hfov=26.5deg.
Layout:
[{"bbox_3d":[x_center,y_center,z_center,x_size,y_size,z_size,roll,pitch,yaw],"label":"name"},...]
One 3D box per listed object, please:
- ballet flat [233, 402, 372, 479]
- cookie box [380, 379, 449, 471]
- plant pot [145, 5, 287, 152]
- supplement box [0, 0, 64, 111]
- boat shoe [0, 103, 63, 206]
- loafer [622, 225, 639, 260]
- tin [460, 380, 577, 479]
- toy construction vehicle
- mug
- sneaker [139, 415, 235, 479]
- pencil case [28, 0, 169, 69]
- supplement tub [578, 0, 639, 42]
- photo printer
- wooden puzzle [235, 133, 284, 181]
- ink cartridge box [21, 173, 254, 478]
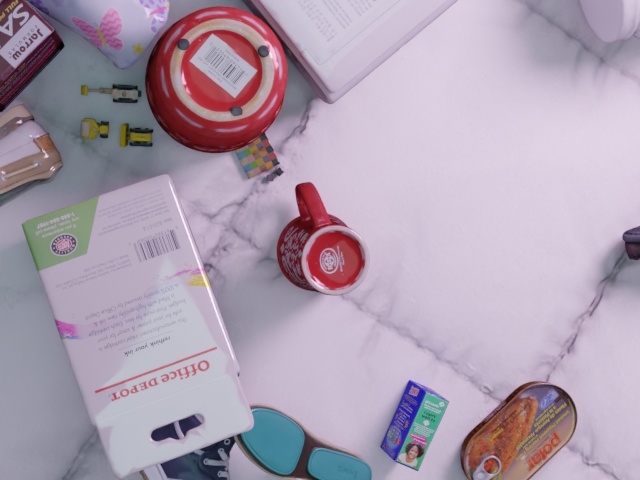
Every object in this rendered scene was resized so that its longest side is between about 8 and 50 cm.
[{"bbox_3d":[-0.039,0.292,1.857,0.248,0.086,0.086,34,88,-29],"label":"ballet flat"},{"bbox_3d":[0.131,0.258,1.900,0.040,0.092,0.107,24,90,-12],"label":"cookie box"},{"bbox_3d":[-0.137,-0.212,1.787,0.191,0.174,0.191,0,92,-6],"label":"plant pot"},{"bbox_3d":[-0.397,-0.234,1.714,0.073,0.239,0.130,44,86,-8],"label":"supplement box"},{"bbox_3d":[-0.475,-0.046,1.779,0.302,0.113,0.103,-41,93,-5],"label":"boat shoe"},{"bbox_3d":[0.584,0.006,1.949,0.302,0.109,0.095,-10,99,-11],"label":"loafer"},{"bbox_3d":[0.285,0.284,1.954,0.189,0.040,0.106,-42,94,-4],"label":"tin"},{"bbox_3d":[-0.277,-0.171,1.845,0.098,0.035,0.086,0,104,-6],"label":"toy construction vehicle"},{"bbox_3d":[-0.006,0.008,1.824,0.113,0.169,0.150,-43,99,-3],"label":"mug"},{"bbox_3d":[-0.143,0.334,1.861,0.153,0.099,0.282,-31,95,-4],"label":"sneaker"},{"bbox_3d":[-0.328,-0.335,1.752,0.273,0.124,0.113,34,51,-23],"label":"pencil case"},{"bbox_3d":[0.505,-0.384,1.866,0.272,0.191,0.191,-15,96,-8],"label":"supplement tub"},{"bbox_3d":[0.050,-0.377,1.840,0.307,0.107,0.256,-41,98,-5],"label":"photo printer"},{"bbox_3d":[-0.088,-0.117,1.886,0.049,0.006,0.083,-26,97,-6],"label":"wooden puzzle"},{"bbox_3d":[-0.234,0.115,1.788,0.207,0.119,0.353,-19,83,-7],"label":"ink cartridge box"}]
